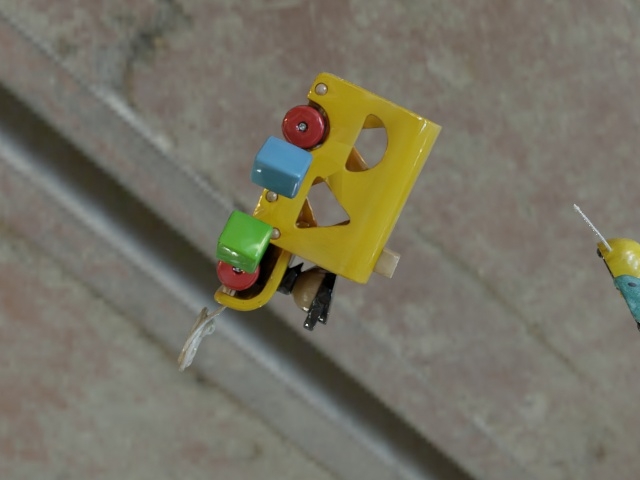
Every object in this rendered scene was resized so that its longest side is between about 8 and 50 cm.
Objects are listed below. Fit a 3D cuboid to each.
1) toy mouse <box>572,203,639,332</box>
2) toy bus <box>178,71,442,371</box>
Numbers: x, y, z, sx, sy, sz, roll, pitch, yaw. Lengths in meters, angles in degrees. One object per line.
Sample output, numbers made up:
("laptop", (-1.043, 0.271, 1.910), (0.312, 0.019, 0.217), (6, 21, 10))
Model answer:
("toy mouse", (0.244, 0.060, 1.343), (0.031, 0.143, 0.161), (-28, 136, 7))
("toy bus", (0.005, -0.010, 1.216), (0.104, 0.191, 0.202), (25, 141, 3))
